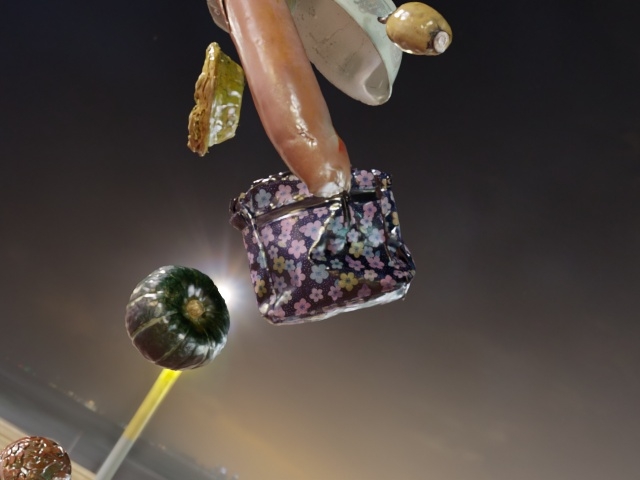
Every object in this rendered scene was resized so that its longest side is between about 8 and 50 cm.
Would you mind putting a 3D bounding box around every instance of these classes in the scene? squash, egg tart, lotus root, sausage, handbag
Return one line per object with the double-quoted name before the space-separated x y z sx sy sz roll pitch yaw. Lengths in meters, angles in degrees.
"squash" -0.330 0.183 1.591 0.252 0.252 0.165 38 -53 -18
"egg tart" -0.189 -0.253 1.244 0.090 0.212 0.212 12 -18 -13
"lotus root" 0.227 -0.518 1.652 0.125 0.118 0.221 10 27 -46
"sausage" -0.026 -0.104 0.395 0.047 0.040 0.176 64 4 -64
"handbag" 0.000 0.000 0.915 0.229 0.207 0.127 -14 -11 1

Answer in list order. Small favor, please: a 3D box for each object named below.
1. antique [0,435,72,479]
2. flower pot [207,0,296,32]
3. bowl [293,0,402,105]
"antique" -0.362 0.296 0.853 0.104 0.104 0.104 26 -22 11
"flower pot" -0.178 -0.652 1.786 0.195 0.246 0.246 10 -28 20
"bowl" 0.109 -0.628 2.010 0.435 0.196 0.435 42 -13 12
